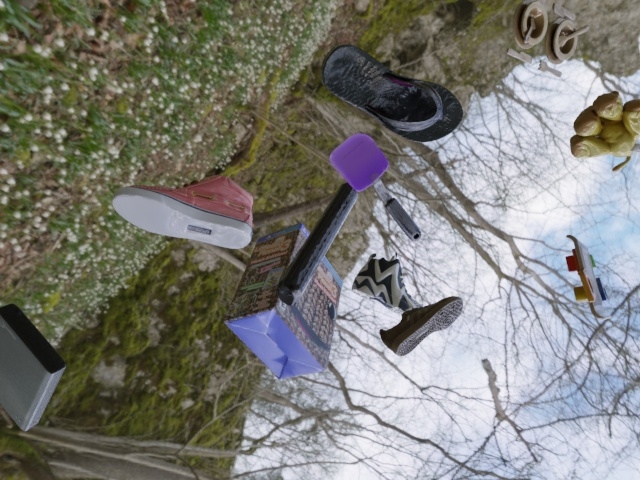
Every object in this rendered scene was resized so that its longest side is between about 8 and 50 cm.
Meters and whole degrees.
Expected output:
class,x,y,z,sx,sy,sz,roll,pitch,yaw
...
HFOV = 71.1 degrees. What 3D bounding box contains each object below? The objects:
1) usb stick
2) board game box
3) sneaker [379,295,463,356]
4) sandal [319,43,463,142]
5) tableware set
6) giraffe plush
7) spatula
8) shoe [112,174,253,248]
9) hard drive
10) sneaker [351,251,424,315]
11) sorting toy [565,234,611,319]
class,x,y,z,sx,sy,sz,roll,pitch,yaw
usb stick,0.000,0.000,0.827,0.045,0.077,0.278,25,-126,8
board game box,-0.074,0.146,1.103,0.141,0.232,0.291,-19,-146,26
sneaker,0.201,0.154,0.899,0.188,0.066,0.071,-27,-144,-22
sandal,0.206,-0.371,1.199,0.168,0.445,0.107,-66,-154,21
tableware set,0.444,-0.402,0.866,0.039,0.194,0.128,22,-74,55
giraffe plush,0.735,-0.298,1.145,0.181,0.210,0.171,-57,-168,38
spatula,0.127,-0.086,0.863,0.084,0.296,0.030,-41,-140,6
shoe,-0.174,-0.050,0.594,0.063,0.177,0.081,-51,-149,44
hard drive,-0.338,0.145,0.503,0.094,0.022,0.135,45,-59,8
sneaker,0.214,0.116,1.241,0.094,0.234,0.153,127,-13,-76
sorting toy,0.613,0.090,1.045,0.047,0.347,0.196,-21,-109,33
